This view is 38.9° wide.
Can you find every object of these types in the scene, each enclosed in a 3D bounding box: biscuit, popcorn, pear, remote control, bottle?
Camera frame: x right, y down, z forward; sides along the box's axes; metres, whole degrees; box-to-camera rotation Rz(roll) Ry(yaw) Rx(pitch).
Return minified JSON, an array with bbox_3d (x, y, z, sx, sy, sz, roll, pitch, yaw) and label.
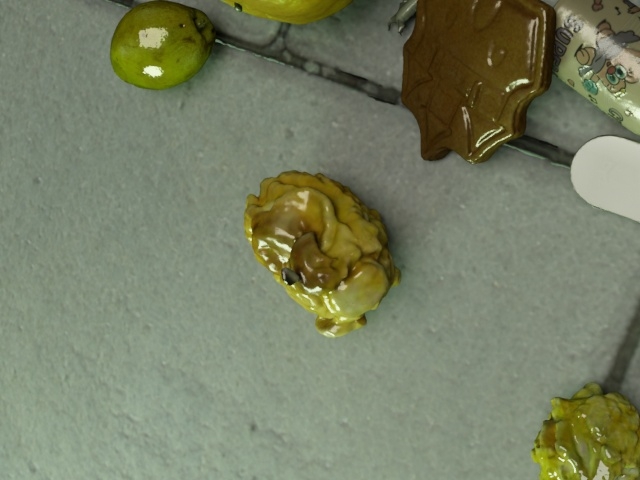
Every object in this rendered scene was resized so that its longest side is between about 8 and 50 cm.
[{"bbox_3d":[0.146,-0.169,0.929,0.182,0.034,0.215,48,133,34],"label":"biscuit"},{"bbox_3d":[0.010,0.011,0.979,0.140,0.163,0.194,-44,39,-3],"label":"popcorn"},{"bbox_3d":[0.261,0.203,0.878,0.121,0.106,0.116,-34,85,19],"label":"popcorn"},{"bbox_3d":[-0.190,-0.235,1.083,0.131,0.107,0.107,-29,78,24],"label":"pear"},{"bbox_3d":[0.364,-0.038,0.883,0.245,0.022,0.077,23,96,22],"label":"remote control"},{"bbox_3d":[0.307,-0.153,0.865,0.110,0.097,0.209,-38,69,-23],"label":"bottle"}]

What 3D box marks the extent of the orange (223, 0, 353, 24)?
[{"bbox_3d":[-0.059,-0.355,0.940,0.279,0.279,0.235,22,97,23],"label":"orange"}]

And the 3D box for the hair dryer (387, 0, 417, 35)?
[{"bbox_3d":[0.186,-0.352,0.937,0.357,0.107,0.173,-42,71,24],"label":"hair dryer"}]
